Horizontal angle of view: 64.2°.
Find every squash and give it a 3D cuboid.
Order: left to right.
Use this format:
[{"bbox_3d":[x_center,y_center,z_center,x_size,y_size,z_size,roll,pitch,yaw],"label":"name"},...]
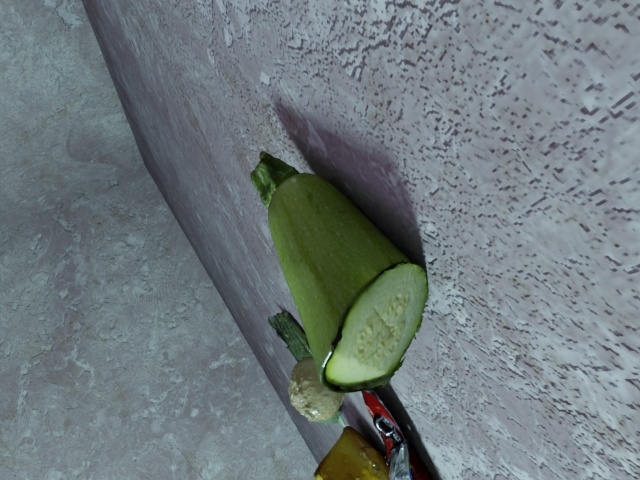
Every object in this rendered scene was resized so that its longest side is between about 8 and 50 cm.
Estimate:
[{"bbox_3d":[0.015,-0.001,0.531,0.137,0.137,0.288,80,169,-49],"label":"squash"}]

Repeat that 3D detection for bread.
[{"bbox_3d":[0.093,0.536,1.080,0.268,0.145,0.268,48,160,24],"label":"bread"}]

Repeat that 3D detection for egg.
[{"bbox_3d":[-0.009,0.299,1.037,0.140,0.116,0.118,-99,-10,-51],"label":"egg"}]

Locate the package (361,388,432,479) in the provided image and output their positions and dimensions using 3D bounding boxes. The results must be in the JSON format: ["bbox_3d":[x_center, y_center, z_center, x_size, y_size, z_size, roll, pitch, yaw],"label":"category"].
[{"bbox_3d":[0.131,0.360,0.831,0.194,0.071,0.270,128,125,-70],"label":"package"}]

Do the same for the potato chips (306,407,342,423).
[{"bbox_3d":[-0.006,0.382,1.257,0.167,0.059,0.229,-5,113,51],"label":"potato chips"}]

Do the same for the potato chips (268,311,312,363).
[{"bbox_3d":[-0.068,0.223,1.214,0.207,0.028,0.092,47,132,44],"label":"potato chips"}]

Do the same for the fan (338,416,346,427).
[{"bbox_3d":[0.005,0.397,1.346,0.240,0.009,0.131,58,165,8],"label":"fan"}]
